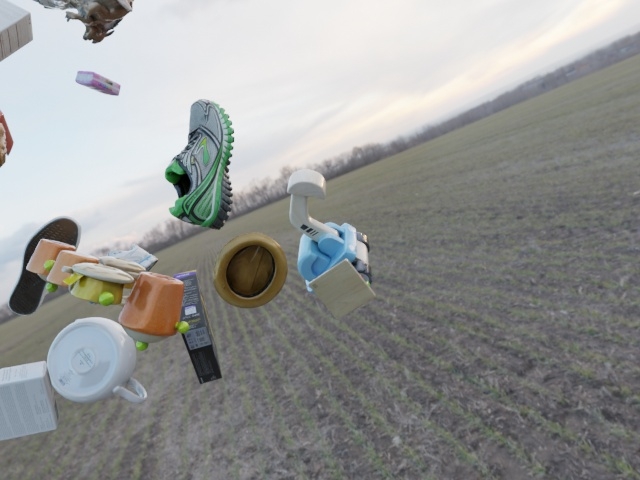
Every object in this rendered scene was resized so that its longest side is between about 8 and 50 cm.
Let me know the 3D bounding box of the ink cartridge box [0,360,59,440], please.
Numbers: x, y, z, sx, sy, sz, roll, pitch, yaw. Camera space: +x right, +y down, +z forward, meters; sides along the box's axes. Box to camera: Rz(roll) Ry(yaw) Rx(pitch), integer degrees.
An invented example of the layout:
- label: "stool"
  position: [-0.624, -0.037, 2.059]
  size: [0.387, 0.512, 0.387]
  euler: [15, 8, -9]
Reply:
- label: "ink cartridge box"
  position: [-0.747, 0.383, 1.109]
  size: [0.232, 0.189, 0.066]
  euler: [-4, 33, -18]

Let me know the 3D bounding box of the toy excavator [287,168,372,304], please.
- label: "toy excavator"
  position: [0.000, 0.000, 1.765]
  size: [0.433, 0.445, 0.222]
  euler: [-49, 25, 34]

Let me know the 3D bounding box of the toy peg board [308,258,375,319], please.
- label: "toy peg board"
  position: [0.075, 0.149, 1.597]
  size: [0.161, 0.161, 0.079]
  euler: [-34, 12, 21]

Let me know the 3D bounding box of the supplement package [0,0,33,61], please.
- label: "supplement package"
  position: [-0.994, -0.646, 1.481]
  size: [0.105, 0.105, 0.179]
  euler: [-55, 10, 50]

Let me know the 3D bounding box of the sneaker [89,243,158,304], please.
- label: "sneaker"
  position: [-0.452, 0.068, 1.057]
  size: [0.071, 0.083, 0.191]
  euler: [-43, 3, 33]

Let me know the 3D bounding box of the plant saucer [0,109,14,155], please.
- label: "plant saucer"
  position: [-1.157, -0.457, 1.663]
  size: [0.047, 0.259, 0.258]
  euler: [-37, 0, -29]

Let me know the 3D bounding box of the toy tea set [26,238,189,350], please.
- label: "toy tea set"
  position: [-0.374, 0.093, 0.813]
  size: [0.336, 0.124, 0.200]
  euler: [12, -5, 45]

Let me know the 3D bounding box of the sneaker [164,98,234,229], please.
- label: "sneaker"
  position: [-0.298, -0.202, 1.179]
  size: [0.146, 0.344, 0.134]
  euler: [10, -25, -35]

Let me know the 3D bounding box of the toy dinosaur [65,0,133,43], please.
- label: "toy dinosaur"
  position: [-0.576, -0.630, 1.299]
  size: [0.295, 0.127, 0.200]
  euler: [4, 8, 28]

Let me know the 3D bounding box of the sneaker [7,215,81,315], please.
- label: "sneaker"
  position: [-0.708, 0.046, 1.242]
  size: [0.290, 0.106, 0.123]
  euler: [-54, 22, 10]

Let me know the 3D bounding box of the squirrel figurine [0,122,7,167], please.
- label: "squirrel figurine"
  position: [-0.971, -0.252, 1.096]
  size: [0.370, 0.281, 0.397]
  euler: [-10, -15, 8]

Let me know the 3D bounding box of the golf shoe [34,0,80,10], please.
- label: "golf shoe"
  position: [-0.587, -0.533, 1.039]
  size: [0.086, 0.069, 0.176]
  euler: [-20, 12, -8]

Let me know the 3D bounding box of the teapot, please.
- label: "teapot"
  position: [-0.638, 0.349, 1.403]
  size: [0.252, 0.256, 0.187]
  euler: [-3, -14, 4]

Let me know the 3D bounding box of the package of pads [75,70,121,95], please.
- label: "package of pads"
  position: [-0.491, -0.348, 1.065]
  size: [0.050, 0.032, 0.083]
  euler: [14, 3, 20]

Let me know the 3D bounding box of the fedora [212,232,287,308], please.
- label: "fedora"
  position: [-0.177, 0.071, 1.206]
  size: [0.194, 0.194, 0.079]
  euler: [-25, 15, -7]

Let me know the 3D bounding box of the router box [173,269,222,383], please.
- label: "router box"
  position: [-0.409, 0.291, 1.604]
  size: [0.081, 0.309, 0.243]
  euler: [-13, 45, -12]
